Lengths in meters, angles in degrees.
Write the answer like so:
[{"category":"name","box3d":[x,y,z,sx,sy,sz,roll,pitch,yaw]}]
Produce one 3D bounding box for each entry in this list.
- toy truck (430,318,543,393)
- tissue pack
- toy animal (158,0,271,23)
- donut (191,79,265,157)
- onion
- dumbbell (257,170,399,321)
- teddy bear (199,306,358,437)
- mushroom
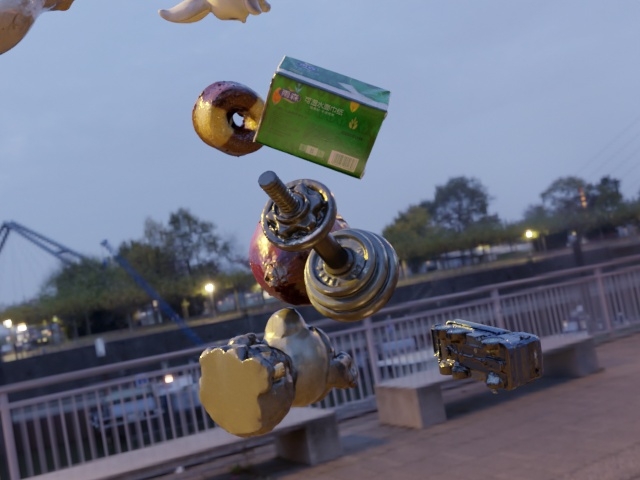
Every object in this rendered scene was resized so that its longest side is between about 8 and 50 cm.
[{"category":"toy truck","box3d":[0.227,0.158,1.104,0.088,0.074,0.202,-10,6,-26]},{"category":"tissue pack","box3d":[0.008,-0.235,1.422,0.209,0.148,0.156,19,33,-2]},{"category":"toy animal","box3d":[-0.196,-0.458,1.517,0.221,0.131,0.103,-28,29,21]},{"category":"donut","box3d":[-0.188,-0.271,1.737,0.184,0.166,0.073,39,-8,-30]},{"category":"onion","box3d":[-0.031,0.024,1.081,0.160,0.159,0.195,-11,8,21]},{"category":"dumbbell","box3d":[0.000,0.000,0.799,0.110,0.110,0.254,-12,-31,21]},{"category":"teddy bear","box3d":[-0.072,0.175,1.092,0.171,0.144,0.251,-13,0,29]},{"category":"mushroom","box3d":[-0.389,-0.291,0.982,0.116,0.093,0.225,-3,27,27]}]
